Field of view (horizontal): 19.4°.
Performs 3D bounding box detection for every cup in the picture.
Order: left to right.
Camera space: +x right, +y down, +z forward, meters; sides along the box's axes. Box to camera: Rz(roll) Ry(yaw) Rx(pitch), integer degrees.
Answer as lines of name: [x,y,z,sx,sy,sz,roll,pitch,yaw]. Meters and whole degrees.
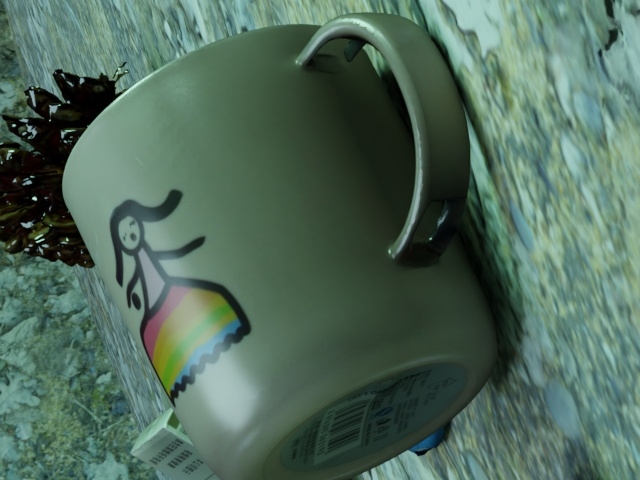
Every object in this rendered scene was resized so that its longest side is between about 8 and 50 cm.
cup: [0.000,0.000,1.010,0.253,0.191,0.200,-49,58,38]

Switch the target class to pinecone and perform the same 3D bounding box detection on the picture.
pinecone: [-0.231,-0.073,1.854,0.221,0.221,0.221,161,90,-79]

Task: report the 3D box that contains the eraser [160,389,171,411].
eraser: [-0.078,0.074,1.568,0.279,0.124,0.081,87,159,-56]

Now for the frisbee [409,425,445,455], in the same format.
frisbee: [0.019,0.033,1.256,0.242,0.045,0.242,161,90,-77]

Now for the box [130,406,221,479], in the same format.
box: [-0.061,0.211,1.598,0.198,0.029,0.109,32,154,-8]
